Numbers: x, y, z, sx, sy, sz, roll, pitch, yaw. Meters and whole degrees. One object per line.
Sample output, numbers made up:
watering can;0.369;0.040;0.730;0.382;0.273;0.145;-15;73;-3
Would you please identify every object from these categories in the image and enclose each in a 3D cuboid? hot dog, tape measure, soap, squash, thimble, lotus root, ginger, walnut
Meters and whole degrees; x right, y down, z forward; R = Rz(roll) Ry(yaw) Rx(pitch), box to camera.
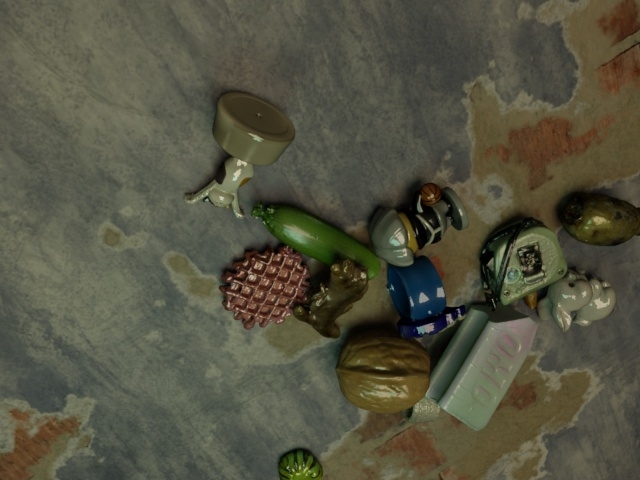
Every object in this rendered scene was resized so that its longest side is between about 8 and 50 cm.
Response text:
hot dog;0.605;0.139;1.732;0.044;0.028;0.137;-36;124;-29
tape measure;0.531;0.056;1.616;0.235;0.115;0.207;-27;111;2
soap;0.454;0.337;1.671;0.208;0.115;0.347;38;81;-33
squash;0.000;0.000;1.450;0.378;0.101;0.101;28;102;-23
thimble;0.290;0.478;1.742;0.090;0.102;0.115;-1;111;-14
lotus root;0.792;-0.053;1.639;0.278;0.154;0.154;3;112;-21
ginger;0.027;0.141;1.474;0.166;0.080;0.333;7;142;-22
walnut;0.166;0.347;1.589;0.260;0.225;0.225;3;112;-13

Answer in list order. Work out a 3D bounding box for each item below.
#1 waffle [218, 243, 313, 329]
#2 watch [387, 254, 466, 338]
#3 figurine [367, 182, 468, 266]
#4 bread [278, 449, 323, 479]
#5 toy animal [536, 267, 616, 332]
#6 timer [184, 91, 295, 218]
waffle;-0.134;0.120;1.486;0.234;0.055;0.221;-20;118;-7
watch;0.256;0.143;1.554;0.171;0.196;0.200;-19;96;-19
figurine;0.235;-0.041;1.483;0.236;0.133;0.176;-27;122;-6
bread;-0.058;0.679;1.743;0.129;0.071;0.139;-17;116;-4
toy animal;0.745;0.175;1.735;0.193;0.127;0.179;0;114;-20
timer;-0.186;-0.168;1.316;0.175;0.175;0.266;16;125;-22
